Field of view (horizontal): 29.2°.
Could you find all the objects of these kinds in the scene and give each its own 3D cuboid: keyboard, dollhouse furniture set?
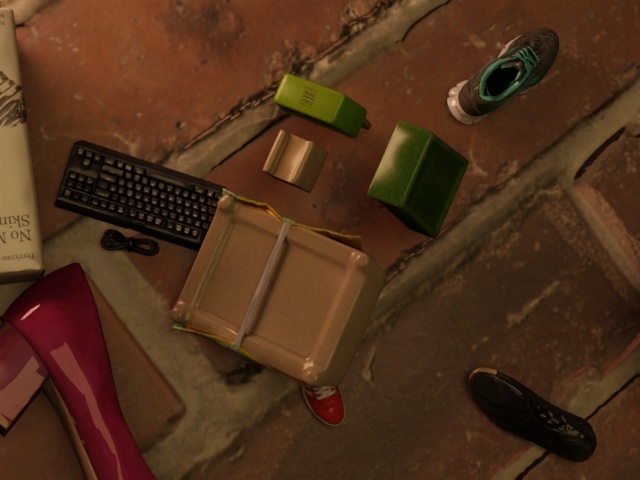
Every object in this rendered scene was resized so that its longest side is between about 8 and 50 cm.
[{"bbox_3d":[-0.194,-0.034,1.332,0.180,0.023,0.108,18,78,-12],"label":"keyboard"},{"bbox_3d":[0.000,0.000,1.340,0.198,0.151,0.301,23,89,21],"label":"dollhouse furniture set"}]

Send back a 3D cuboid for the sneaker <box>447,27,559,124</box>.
[{"bbox_3d":[0.229,-0.198,1.449,0.166,0.076,0.065,-41,95,-18],"label":"sneaker"}]

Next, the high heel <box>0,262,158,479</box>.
[{"bbox_3d":[-0.179,0.198,1.254,0.377,0.127,0.181,44,67,-10],"label":"high heel"}]

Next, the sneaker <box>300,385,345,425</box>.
[{"bbox_3d":[0.001,0.147,1.337,0.042,0.067,0.118,-22,88,-18],"label":"sneaker"}]

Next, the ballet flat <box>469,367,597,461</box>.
[{"bbox_3d":[0.243,0.199,1.419,0.173,0.049,0.057,34,119,-8],"label":"ballet flat"}]

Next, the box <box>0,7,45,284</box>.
[{"bbox_3d":[-0.353,-0.092,1.256,0.113,0.094,0.275,-8,84,-17],"label":"box"}]
